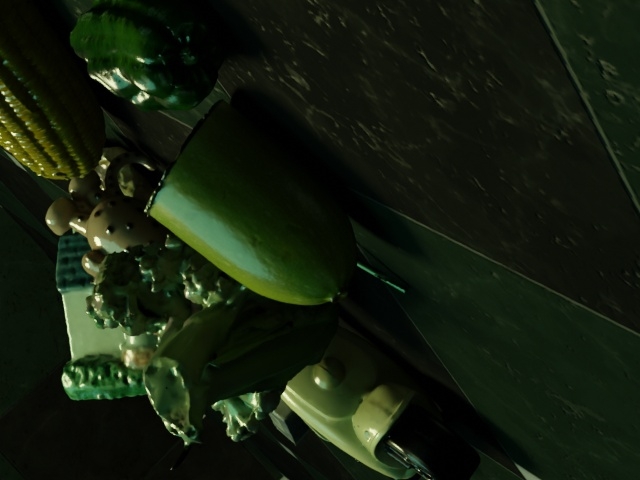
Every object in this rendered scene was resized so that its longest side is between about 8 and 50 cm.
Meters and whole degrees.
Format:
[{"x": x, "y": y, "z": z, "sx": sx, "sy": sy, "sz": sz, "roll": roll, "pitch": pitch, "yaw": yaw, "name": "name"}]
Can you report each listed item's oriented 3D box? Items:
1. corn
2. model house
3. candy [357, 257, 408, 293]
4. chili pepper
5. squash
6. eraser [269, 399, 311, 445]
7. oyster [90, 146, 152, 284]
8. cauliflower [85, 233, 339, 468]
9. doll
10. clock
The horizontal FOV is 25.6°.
[{"x": -0.321, "y": -0.177, "z": 1.482, "sx": 0.131, "sy": 0.131, "sz": 0.344, "roll": 36, "pitch": 169, "yaw": 28, "name": "corn"}, {"x": -0.302, "y": 0.053, "z": 2.180, "sx": 0.267, "sy": 0.194, "sz": 0.325, "roll": -58, "pitch": -41, "yaw": -75, "name": "model house"}, {"x": 0.000, "y": 0.000, "z": 1.270, "sx": 0.184, "sy": 0.056, "sz": 0.049, "roll": 30, "pitch": 168, "yaw": 14, "name": "candy"}, {"x": -0.149, "y": -0.153, "z": 1.131, "sx": 0.099, "sy": 0.083, "sz": 0.253, "roll": 37, "pitch": 174, "yaw": -21, "name": "chili pepper"}, {"x": -0.045, "y": -0.019, "z": 1.171, "sx": 0.186, "sy": 0.123, "sz": 0.123, "roll": 38, "pitch": 167, "yaw": 6, "name": "squash"}, {"x": -0.031, "y": 0.236, "z": 2.047, "sx": 0.046, "sy": 0.092, "sz": 0.212, "roll": 39, "pitch": 167, "yaw": 14, "name": "eraser"}, {"x": -0.280, "y": -0.049, "z": 1.830, "sx": 0.271, "sy": 0.100, "sz": 0.275, "roll": 37, "pitch": 150, "yaw": 45, "name": "oyster"}, {"x": -0.104, "y": 0.095, "z": 1.369, "sx": 0.256, "sy": 0.315, "sz": 0.239, "roll": -30, "pitch": 105, "yaw": 31, "name": "cauliflower"}, {"x": -0.180, "y": 0.014, "z": 1.609, "sx": 0.278, "sy": 0.154, "sz": 0.119, "roll": 40, "pitch": 166, "yaw": 16, "name": "doll"}, {"x": 0.037, "y": 0.191, "z": 1.632, "sx": 0.276, "sy": 0.120, "sz": 0.379, "roll": 37, "pitch": 168, "yaw": 2, "name": "clock"}]
